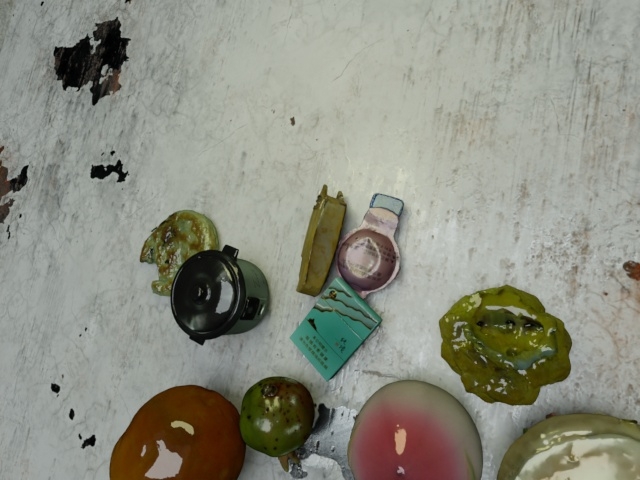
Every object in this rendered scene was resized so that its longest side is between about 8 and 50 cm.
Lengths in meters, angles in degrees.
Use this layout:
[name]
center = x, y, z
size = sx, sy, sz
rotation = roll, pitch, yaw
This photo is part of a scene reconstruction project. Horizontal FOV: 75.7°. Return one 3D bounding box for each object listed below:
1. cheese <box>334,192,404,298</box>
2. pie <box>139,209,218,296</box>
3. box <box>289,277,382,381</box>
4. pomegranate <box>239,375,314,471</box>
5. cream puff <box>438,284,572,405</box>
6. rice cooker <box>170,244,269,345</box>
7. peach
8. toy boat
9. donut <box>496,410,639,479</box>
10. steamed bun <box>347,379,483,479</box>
[cheese]
center = 0.136, 0.014, 1.101
size = 0.188, 0.074, 0.286
rotation = 18, 88, 23
[pie]
center = -0.455, 0.042, 1.335
size = 0.302, 0.067, 0.303
rotation = -5, 77, 22
[box]
center = 0.035, 0.235, 1.091
size = 0.162, 0.041, 0.229
rotation = 45, 111, 21
[pomegranate]
center = -0.102, 0.473, 1.050
size = 0.198, 0.198, 0.246
rotation = -20, 81, 17
[cream puff]
center = 0.398, 0.228, 0.901
size = 0.281, 0.185, 0.282
rotation = -3, 83, 21
[rice cooker]
center = -0.282, 0.154, 1.157
size = 0.241, 0.227, 0.281
rotation = 22, 88, 24
[peach]
center = -0.352, 0.560, 1.058
size = 0.301, 0.342, 0.343
rotation = 33, 93, 21
[toy boat]
center = 0.000, 0.000, 1.141
size = 0.089, 0.115, 0.311
rotation = 14, 88, -20
[donut]
center = 0.541, 0.497, 0.811
size = 0.370, 0.150, 0.308
rotation = -8, 77, 20
[steamed bun]
center = 0.194, 0.457, 0.882
size = 0.308, 0.309, 0.310
rotation = -4, 79, 21
